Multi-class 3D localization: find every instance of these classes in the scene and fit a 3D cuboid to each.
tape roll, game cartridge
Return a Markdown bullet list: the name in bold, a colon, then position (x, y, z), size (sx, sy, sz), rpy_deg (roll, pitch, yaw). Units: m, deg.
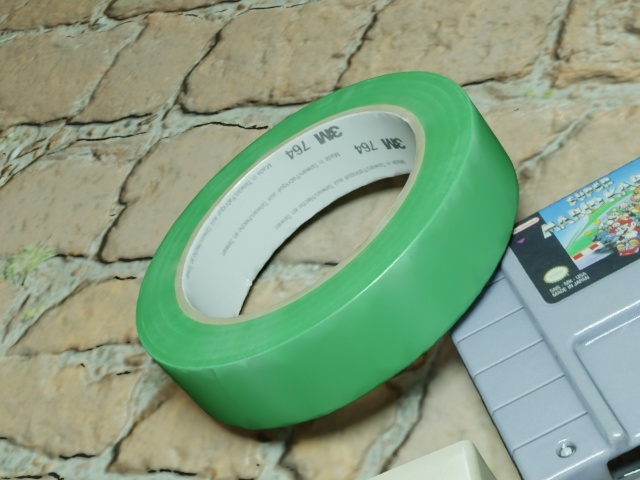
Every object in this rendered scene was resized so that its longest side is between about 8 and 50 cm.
- **tape roll**: position (0.000, 0.000, 0.950), size (0.321, 0.077, 0.321), rpy_deg (-28, 31, 19)
- **game cartridge**: position (0.262, 0.020, 0.807), size (0.355, 0.068, 0.230), rpy_deg (-28, 41, 4)

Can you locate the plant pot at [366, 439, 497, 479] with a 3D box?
- **plant pot**: position (0.068, 0.200, 0.703), size (0.109, 0.109, 0.096), rpy_deg (-24, 50, 9)
